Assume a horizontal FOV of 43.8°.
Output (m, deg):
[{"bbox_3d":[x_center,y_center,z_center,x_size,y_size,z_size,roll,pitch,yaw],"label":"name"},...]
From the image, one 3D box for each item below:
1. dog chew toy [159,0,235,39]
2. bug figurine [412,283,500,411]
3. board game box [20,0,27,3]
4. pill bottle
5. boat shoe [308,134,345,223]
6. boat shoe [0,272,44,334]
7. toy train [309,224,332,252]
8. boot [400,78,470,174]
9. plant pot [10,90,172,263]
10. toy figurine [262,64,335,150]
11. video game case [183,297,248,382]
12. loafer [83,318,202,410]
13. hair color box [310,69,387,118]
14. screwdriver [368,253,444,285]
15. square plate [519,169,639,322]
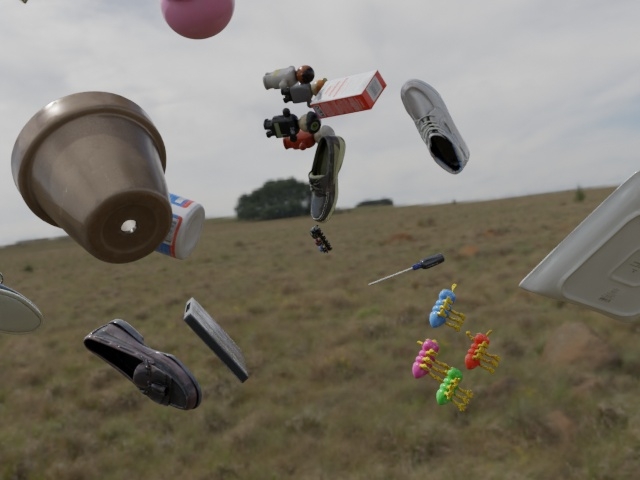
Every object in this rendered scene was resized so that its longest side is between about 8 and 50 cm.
[{"bbox_3d":[-0.351,-0.694,2.090,0.207,0.206,0.332,-7,-37,10],"label":"dog chew toy"},{"bbox_3d":[0.286,0.238,1.736,0.072,0.216,0.279,11,-29,44],"label":"bug figurine"},{"bbox_3d":[-0.539,-0.603,1.602,0.039,0.259,0.124,31,-6,-13],"label":"board game box"},{"bbox_3d":[-0.359,-0.051,1.623,0.221,0.124,0.124,20,5,9],"label":"pill bottle"},{"bbox_3d":[0.003,-0.156,1.984,0.073,0.223,0.080,6,9,-45],"label":"boat shoe"},{"bbox_3d":[-0.647,0.106,1.516,0.254,0.095,0.079,28,16,-39],"label":"boat shoe"},{"bbox_3d":[0.000,0.000,2.252,0.036,0.027,0.158,-31,-28,1],"label":"toy train"},{"bbox_3d":[0.281,-0.280,1.953,0.095,0.258,0.123,-36,8,22],"label":"boot"},{"bbox_3d":[-0.358,-0.086,1.334,0.263,0.263,0.229,-8,38,-31],"label":"plant pot"},{"bbox_3d":[-0.050,-0.350,2.092,0.148,0.209,0.213,-5,-11,19],"label":"toy figurine"},{"bbox_3d":[-0.247,0.230,1.881,0.026,0.196,0.274,-42,8,-5],"label":"video game case"},{"bbox_3d":[-0.380,0.274,1.676,0.302,0.109,0.095,31,29,30],"label":"loafer"},{"bbox_3d":[0.067,-0.350,1.916,0.167,0.053,0.093,-1,46,43],"label":"hair color box"},{"bbox_3d":[0.179,0.062,1.653,0.170,0.024,0.025,-19,-15,-11],"label":"screwdriver"},{"bbox_3d":[0.638,0.039,1.610,0.347,0.049,0.344,18,-52,-28],"label":"square plate"}]
